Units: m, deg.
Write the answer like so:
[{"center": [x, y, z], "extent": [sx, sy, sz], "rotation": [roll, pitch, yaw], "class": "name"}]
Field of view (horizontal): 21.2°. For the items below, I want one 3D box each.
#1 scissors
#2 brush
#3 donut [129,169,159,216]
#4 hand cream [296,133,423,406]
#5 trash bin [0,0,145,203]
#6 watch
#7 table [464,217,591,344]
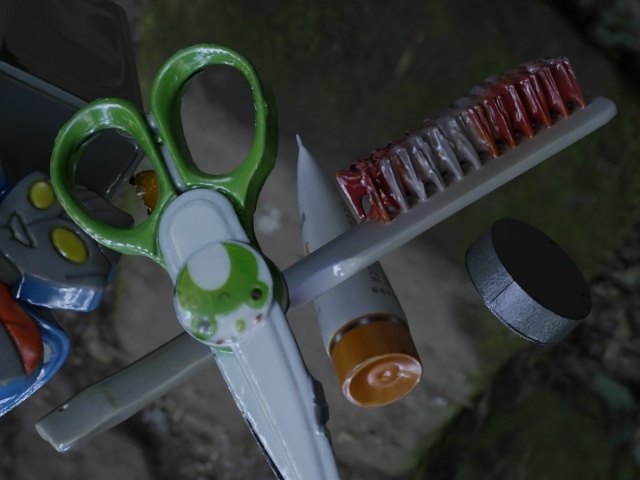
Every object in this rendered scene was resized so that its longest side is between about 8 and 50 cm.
[{"center": [-0.038, 0.021, 0.689], "extent": [0.204, 0.101, 0.027], "rotation": [66, -166, 20], "class": "scissors"}, {"center": [0.000, 0.000, 0.825], "extent": [0.050, 0.321, 0.060], "rotation": [61, 165, -12], "class": "brush"}, {"center": [-0.138, -0.023, 1.487], "extent": [0.083, 0.067, 0.038], "rotation": [24, 174, 42], "class": "donut"}, {"center": [0.026, 0.027, 1.812], "extent": [0.089, 0.314, 0.139], "rotation": [-17, 135, 0], "class": "hand cream"}, {"center": [-0.256, -0.145, 1.542], "extent": [0.164, 0.122, 0.240], "rotation": [26, -152, -26], "class": "trash bin"}, {"center": [-0.311, 0.057, 1.423], "extent": [0.241, 0.305, 0.274], "rotation": [62, 154, 19], "class": "watch"}, {"center": [0.209, 0.040, 1.717], "extent": [0.133, 0.133, 0.043], "rotation": [34, 121, -15], "class": "table"}]
